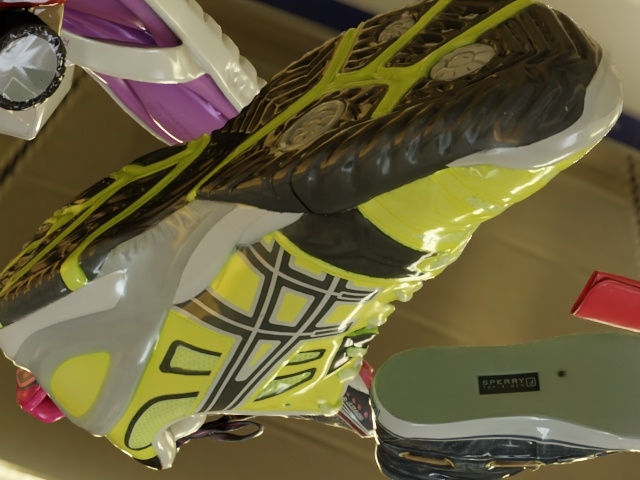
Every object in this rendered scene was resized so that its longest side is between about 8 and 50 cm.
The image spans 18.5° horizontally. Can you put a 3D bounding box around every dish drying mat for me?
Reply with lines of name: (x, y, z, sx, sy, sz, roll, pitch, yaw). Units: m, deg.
dish drying mat: (0.188, 0.039, 1.176, 0.083, 0.032, 0.008, 14, -156, -36)

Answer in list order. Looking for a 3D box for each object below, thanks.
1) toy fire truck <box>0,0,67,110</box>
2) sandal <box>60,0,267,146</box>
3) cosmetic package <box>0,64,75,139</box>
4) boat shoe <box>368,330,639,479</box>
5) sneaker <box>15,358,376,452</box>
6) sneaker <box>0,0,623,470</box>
toy fire truck: (-0.235, -0.195, 1.108, 0.217, 0.246, 0.158, -7, -149, -35)
sandal: (-0.168, -0.141, 1.414, 0.169, 0.102, 0.416, -2, 153, 43)
cosmetic package: (-0.319, -0.192, 1.642, 0.225, 0.138, 0.224, 14, -166, -4)
boat shoe: (0.117, 0.095, 1.053, 0.183, 0.083, 0.065, 1, -123, 2)
sneaker: (-0.084, 0.105, 1.439, 0.299, 0.112, 0.121, 9, 156, 27)
sneaker: (0.000, 0.000, 0.996, 0.147, 0.385, 0.145, 52, -141, -18)
